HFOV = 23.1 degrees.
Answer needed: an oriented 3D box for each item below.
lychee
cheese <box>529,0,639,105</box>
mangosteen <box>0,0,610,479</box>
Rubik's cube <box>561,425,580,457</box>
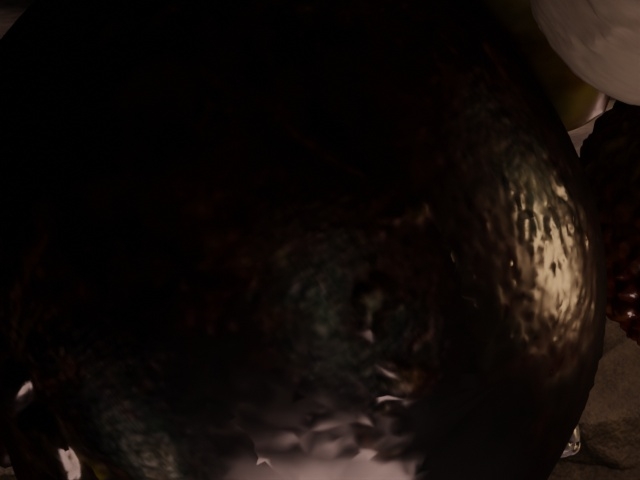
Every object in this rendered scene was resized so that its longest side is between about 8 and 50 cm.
[{"bbox_3d":[0.301,-0.029,1.108,0.271,0.236,0.236,-36,158,33],"label":"lychee"},{"bbox_3d":[0.161,-0.116,0.485,0.189,0.154,0.198,8,178,3],"label":"cheese"},{"bbox_3d":[-0.011,0.007,0.695,0.330,0.330,0.330,-9,173,-1],"label":"mangosteen"},{"bbox_3d":[0.047,0.066,1.307,0.255,0.260,0.259,-7,175,-10],"label":"Rubik's cube"}]
